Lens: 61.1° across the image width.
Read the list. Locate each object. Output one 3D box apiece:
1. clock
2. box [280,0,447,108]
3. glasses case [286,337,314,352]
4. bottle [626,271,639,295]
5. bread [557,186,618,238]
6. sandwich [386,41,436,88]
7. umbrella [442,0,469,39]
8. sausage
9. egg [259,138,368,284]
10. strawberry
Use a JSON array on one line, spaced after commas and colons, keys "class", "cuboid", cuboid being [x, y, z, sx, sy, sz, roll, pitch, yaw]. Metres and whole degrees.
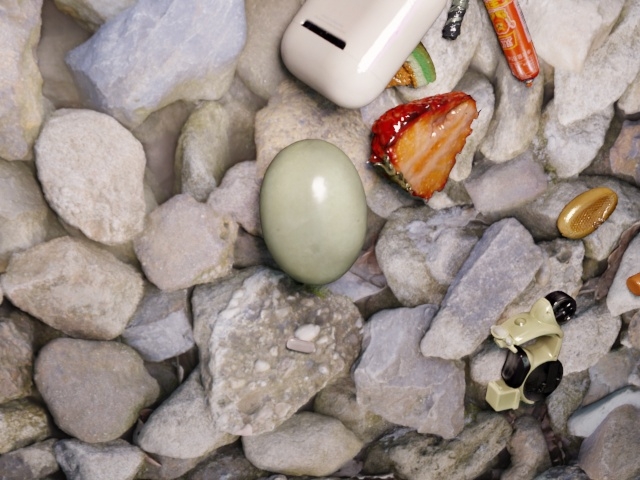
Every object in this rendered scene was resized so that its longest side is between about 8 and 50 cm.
[{"class": "clock", "cuboid": [0.648, 0.346, 1.687, 0.276, 0.120, 0.379, -9, 113, -16]}, {"class": "box", "cuboid": [0.087, -0.469, 1.156, 0.349, 0.288, 0.141, -52, 148, 8]}, {"class": "glasses case", "cuboid": [-0.057, 0.298, 1.539, 0.083, 0.021, 0.032, 15, 108, -19]}, {"class": "bottle", "cuboid": [1.076, 0.112, 1.730, 0.186, 0.069, 0.069, -23, 114, -7]}, {"class": "bread", "cuboid": [0.773, -0.081, 1.579, 0.189, 0.077, 0.114, -40, 94, 4]}, {"class": "sandwich", "cuboid": [0.178, -0.409, 1.278, 0.160, 0.109, 0.184, -38, 139, 22]}, {"class": "umbrella", "cuboid": [0.336, -0.578, 1.295, 0.050, 0.046, 0.189, -5, 117, -52]}, {"class": "sausage", "cuboid": [0.482, -0.507, 1.348, 0.074, 0.074, 0.274, -34, 115, 0]}, {"class": "egg", "cuboid": [-0.017, -0.063, 1.288, 0.258, 0.258, 0.353, -4, 111, -13]}, {"class": "strawberry", "cuboid": [0.230, -0.264, 1.340, 0.253, 0.150, 0.280, 17, 104, -41]}]
